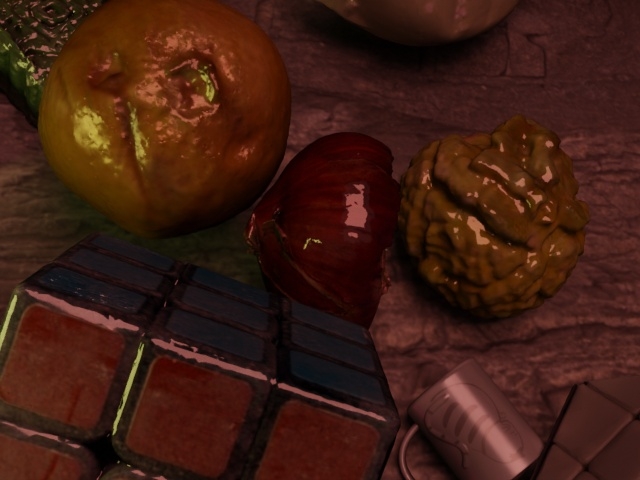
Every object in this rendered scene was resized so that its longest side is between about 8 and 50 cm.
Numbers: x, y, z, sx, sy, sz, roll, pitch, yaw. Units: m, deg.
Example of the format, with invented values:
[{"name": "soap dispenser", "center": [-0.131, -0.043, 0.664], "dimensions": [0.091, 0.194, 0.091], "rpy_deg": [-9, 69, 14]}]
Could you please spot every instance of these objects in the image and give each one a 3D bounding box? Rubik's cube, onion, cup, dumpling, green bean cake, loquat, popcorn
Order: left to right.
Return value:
[{"name": "green bean cake", "center": [-0.316, -0.248, 1.254], "dimensions": [0.173, 0.094, 0.181], "rpy_deg": [-37, 77, -29]}, {"name": "Rubik's cube", "center": [-0.132, 0.192, 0.895], "dimensions": [0.305, 0.301, 0.304], "rpy_deg": [21, 97, -6]}, {"name": "loquat", "center": [-0.158, -0.126, 1.127], "dimensions": [0.275, 0.284, 0.276], "rpy_deg": [2, 70, -7]}, {"name": "onion", "center": [0.011, 0.000, 1.131], "dimensions": [0.161, 0.248, 0.248], "rpy_deg": [23, 58, 9]}, {"name": "dumpling", "center": [0.182, -0.400, 1.357], "dimensions": [0.394, 0.315, 0.233], "rpy_deg": [-3, 59, -28]}, {"name": "cup", "center": [0.158, 0.217, 1.144], "dimensions": [0.136, 0.099, 0.133], "rpy_deg": [-31, 76, -29]}, {"name": "popcorn", "center": [0.210, -0.040, 1.241], "dimensions": [0.259, 0.212, 0.259], "rpy_deg": [5, 69, -14]}, {"name": "Rubik's cube", "center": [0.363, 0.285, 1.051], "dimensions": [0.225, 0.231, 0.221], "rpy_deg": [49, 53, -19]}]
